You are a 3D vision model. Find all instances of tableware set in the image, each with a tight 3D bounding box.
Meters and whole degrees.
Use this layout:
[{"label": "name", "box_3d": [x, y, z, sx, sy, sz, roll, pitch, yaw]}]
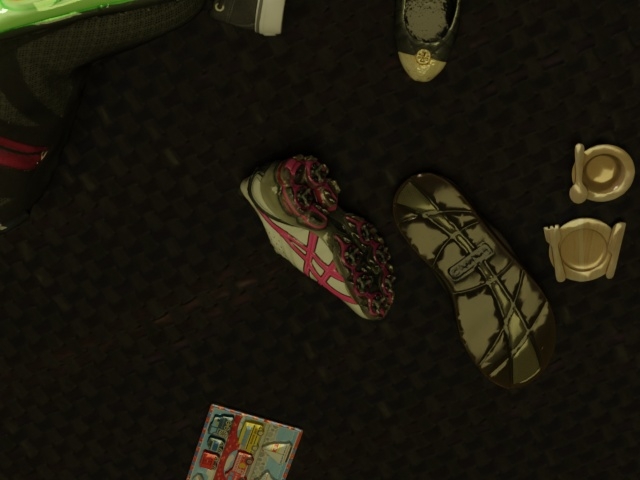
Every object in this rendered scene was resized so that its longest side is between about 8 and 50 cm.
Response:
[{"label": "tableware set", "box_3d": [0.289, -0.022, 1.168, 0.169, 0.020, 0.141, 3, 115, 2]}]

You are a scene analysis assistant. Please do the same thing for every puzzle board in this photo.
[{"label": "puzzle board", "box_3d": [-0.082, 0.231, 1.309, 0.096, 0.011, 0.128, 17, 115, -5]}]

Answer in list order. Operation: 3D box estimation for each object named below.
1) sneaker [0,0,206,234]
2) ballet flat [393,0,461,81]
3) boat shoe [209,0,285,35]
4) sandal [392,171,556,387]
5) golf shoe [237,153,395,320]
[{"label": "sneaker", "box_3d": [-0.286, -0.120, 1.095, 0.483, 0.185, 0.202, -27, 128, 18]}, {"label": "ballet flat", "box_3d": [0.094, -0.214, 1.074, 0.058, 0.049, 0.173, 9, 115, 0]}, {"label": "boat shoe", "box_3d": [-0.054, -0.279, 1.043, 0.076, 0.080, 0.228, 7, 122, -2]}, {"label": "sandal", "box_3d": [0.142, 0.032, 1.185, 0.090, 0.060, 0.219, -36, 94, 11]}, {"label": "golf shoe", "box_3d": [0.000, 0.000, 1.178, 0.086, 0.067, 0.186, -12, 123, 43]}]
